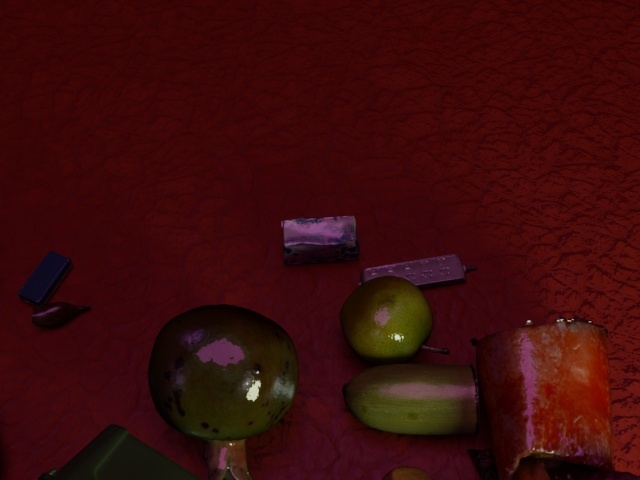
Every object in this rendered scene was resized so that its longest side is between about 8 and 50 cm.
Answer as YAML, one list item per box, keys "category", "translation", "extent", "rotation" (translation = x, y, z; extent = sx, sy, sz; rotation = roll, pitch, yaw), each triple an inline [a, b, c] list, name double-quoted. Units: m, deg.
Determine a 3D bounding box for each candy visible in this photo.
- category: "candy"
  translation: [0.000, 0.000, 1.817]
  extent: [0.160, 0.092, 0.073]
  rotation: [-4, 58, 1]

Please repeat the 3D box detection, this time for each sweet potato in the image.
- category: "sweet potato"
  translation: [-0.526, 0.147, 1.772]
  extent: [0.117, 0.049, 0.049]
  rotation: [-9, 56, -17]

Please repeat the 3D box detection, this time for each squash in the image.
- category: "squash"
  translation: [0.163, 0.292, 1.600]
  extent: [0.247, 0.132, 0.132]
  rotation: [-1, 57, 4]

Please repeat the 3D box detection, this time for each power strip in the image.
- category: "power strip"
  translation: [-0.572, 0.080, 1.819]
  extent: [0.056, 0.032, 0.123]
  rotation: [21, 59, 14]
- category: "power strip"
  translation: [0.202, 0.072, 1.799]
  extent: [0.253, 0.027, 0.060]
  rotation: [-9, 57, -4]

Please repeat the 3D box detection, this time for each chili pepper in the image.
- category: "chili pepper"
  translation: [0.404, 0.295, 1.520]
  extent: [0.229, 0.251, 0.305]
  rotation: [-23, 52, 29]

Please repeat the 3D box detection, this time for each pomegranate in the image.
- category: "pomegranate"
  translation: [-0.188, 0.271, 1.564]
  extent: [0.291, 0.291, 0.323]
  rotation: [18, 94, 13]

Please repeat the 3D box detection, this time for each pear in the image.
- category: "pear"
  translation: [0.144, 0.169, 1.666]
  extent: [0.216, 0.166, 0.180]
  rotation: [38, 50, 11]

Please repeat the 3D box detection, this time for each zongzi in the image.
- category: "zongzi"
  translation: [0.297, 0.399, 1.577]
  extent: [0.074, 0.067, 0.083]
  rotation: [9, 38, 22]

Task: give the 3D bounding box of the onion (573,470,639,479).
- category: "onion"
  translation: [0.449, 0.498, 1.381]
  extent: [0.256, 0.272, 0.230]
  rotation: [-34, 68, -4]

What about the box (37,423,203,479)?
- category: "box"
  translation: [-0.284, 0.465, 1.436]
  extent: [0.329, 0.252, 0.177]
  rotation: [26, 52, 16]

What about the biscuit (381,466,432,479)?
- category: "biscuit"
  translation: [0.182, 0.531, 1.432]
  extent: [0.202, 0.047, 0.333]
  rotation: [11, 48, -32]
